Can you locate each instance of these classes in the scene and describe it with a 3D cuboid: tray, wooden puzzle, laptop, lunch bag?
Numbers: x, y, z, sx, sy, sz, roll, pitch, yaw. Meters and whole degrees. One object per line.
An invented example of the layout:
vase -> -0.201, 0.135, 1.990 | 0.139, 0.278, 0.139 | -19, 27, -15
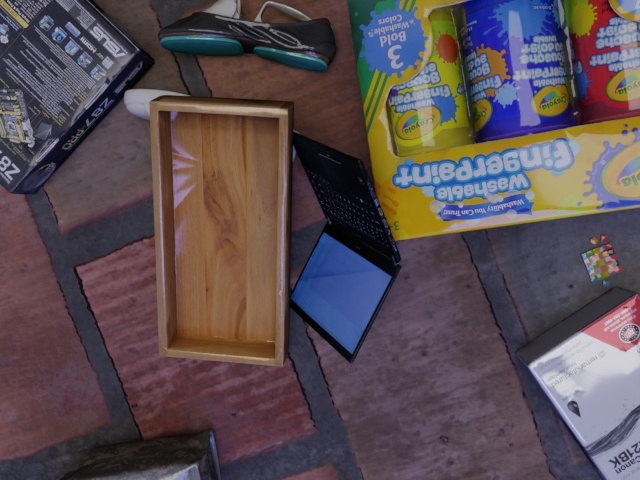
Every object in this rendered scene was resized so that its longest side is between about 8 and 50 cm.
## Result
tray -> -0.148, -0.011, 1.173 | 0.203, 0.076, 0.411 | 4, 109, 6
wooden puzzle -> 0.446, 0.034, 1.203 | 0.049, 0.006, 0.083 | -23, 90, 6
laptop -> 0.000, 0.000, 1.113 | 0.136, 0.234, 0.264 | -32, 119, -14
lunch bag -> -0.272, 0.479, 1.217 | 0.235, 0.169, 0.287 | -9, 99, 2

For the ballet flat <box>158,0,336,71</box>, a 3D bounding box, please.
ballet flat -> -0.113, -0.333, 1.203 | 0.280, 0.095, 0.096 | 8, 84, -5

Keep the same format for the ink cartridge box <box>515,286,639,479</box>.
ink cartridge box -> 0.464, 0.239, 1.157 | 0.197, 0.114, 0.273 | -35, 90, 5

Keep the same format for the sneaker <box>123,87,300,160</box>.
sneaker -> -0.186, -0.158, 1.204 | 0.290, 0.106, 0.123 | 17, 92, 3

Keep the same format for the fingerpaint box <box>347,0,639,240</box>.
fingerpaint box -> 0.289, -0.210, 1.082 | 0.445, 0.163, 0.371 | -7, 93, 19

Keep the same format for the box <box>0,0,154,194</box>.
box -> -0.522, -0.320, 1.235 | 0.395, 0.097, 0.318 | 44, 94, 2
